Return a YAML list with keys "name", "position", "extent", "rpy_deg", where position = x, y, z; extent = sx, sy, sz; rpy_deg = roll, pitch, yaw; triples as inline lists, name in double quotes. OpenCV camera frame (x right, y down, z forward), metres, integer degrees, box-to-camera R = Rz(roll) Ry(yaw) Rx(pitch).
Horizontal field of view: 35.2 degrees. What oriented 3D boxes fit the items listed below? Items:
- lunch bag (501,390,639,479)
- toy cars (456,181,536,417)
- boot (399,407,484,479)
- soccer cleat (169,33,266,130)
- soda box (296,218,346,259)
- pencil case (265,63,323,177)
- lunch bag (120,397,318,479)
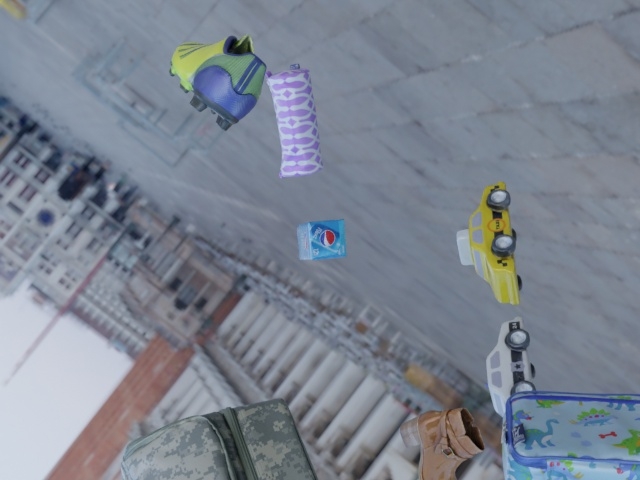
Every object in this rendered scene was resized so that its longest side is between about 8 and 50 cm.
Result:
- name: "lunch bag"
  position: [0.326, 0.248, 1.203]
  extent: [0.219, 0.090, 0.176]
  rpy_deg: [2, -160, 9]
- name: "toy cars"
  position: [0.263, 0.109, 1.503]
  extent: [0.087, 0.393, 0.176]
  rpy_deg: [-8, 178, 12]
- name: "boot"
  position: [0.250, 0.408, 1.898]
  extent: [0.152, 0.073, 0.197]
  rpy_deg: [-25, 100, 39]
- name: "soccer cleat"
  position: [-0.136, -0.238, 1.400]
  extent: [0.093, 0.121, 0.289]
  rpy_deg: [36, -173, -26]
- name: "soda box"
  position: [0.000, 0.000, 1.909]
  extent: [0.067, 0.071, 0.210]
  rpy_deg: [-5, 179, -7]
- name: "pencil case"
  position: [-0.050, -0.219, 1.870]
  extent: [0.088, 0.206, 0.086]
  rpy_deg: [-5, -167, 18]
- name: "lunch bag"
  position: [-0.134, 0.395, 1.412]
  extent: [0.212, 0.256, 0.305]
  rpy_deg: [97, 157, -43]
